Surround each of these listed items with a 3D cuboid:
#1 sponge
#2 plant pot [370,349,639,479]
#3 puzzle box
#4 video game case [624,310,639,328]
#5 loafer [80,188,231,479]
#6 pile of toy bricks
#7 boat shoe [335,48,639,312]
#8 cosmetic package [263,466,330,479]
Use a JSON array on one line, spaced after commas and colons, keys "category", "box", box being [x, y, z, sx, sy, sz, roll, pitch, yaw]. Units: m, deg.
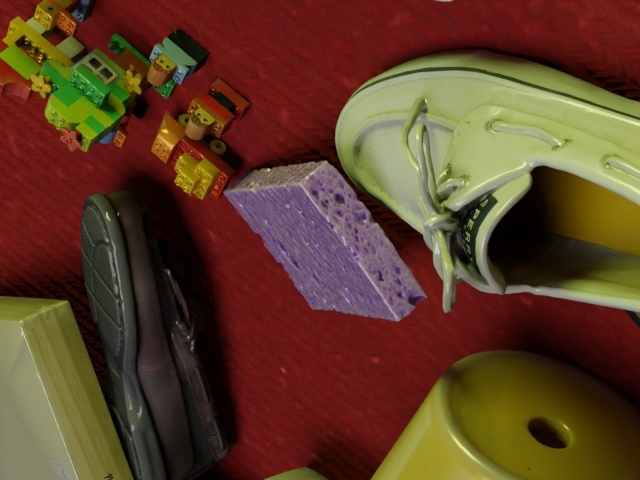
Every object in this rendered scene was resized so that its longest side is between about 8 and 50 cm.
[{"category": "sponge", "box": [0.000, 0.000, 1.400, 0.117, 0.031, 0.210, 54, 167, -10]}, {"category": "plant pot", "box": [0.127, 0.220, 1.399, 0.254, 0.254, 0.239, 31, 124, 19]}, {"category": "puzzle box", "box": [-0.233, 0.245, 1.770, 0.272, 0.052, 0.408, 0, 112, 58]}, {"category": "video game case", "box": [0.347, 0.071, 1.211, 0.248, 0.035, 0.275, 48, 143, -4]}, {"category": "loafer", "box": [-0.134, 0.079, 1.638, 0.109, 0.095, 0.302, -131, 29, -50]}, {"category": "pile of toy bricks", "box": [-0.163, -0.105, 1.463, 0.212, 0.105, 0.118, 39, 142, 8]}, {"category": "boat shoe", "box": [0.117, -0.017, 1.219, 0.367, 0.156, 0.135, 20, 128, 41]}, {"category": "cosmetic package", "box": [0.046, 0.282, 1.597, 0.231, 0.117, 0.085, 30, 101, 17]}]
